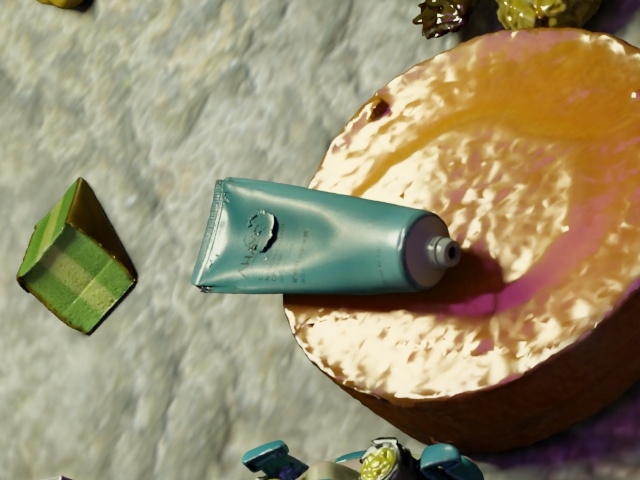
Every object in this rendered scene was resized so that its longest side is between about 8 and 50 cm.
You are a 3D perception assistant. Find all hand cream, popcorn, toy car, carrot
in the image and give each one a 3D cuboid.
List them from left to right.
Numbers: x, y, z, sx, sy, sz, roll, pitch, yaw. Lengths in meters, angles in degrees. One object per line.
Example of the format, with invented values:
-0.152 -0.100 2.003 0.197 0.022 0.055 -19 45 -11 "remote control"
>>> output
0.000 0.000 1.146 0.224 0.048 0.083 3 76 44 "hand cream"
0.032 0.163 1.134 0.161 0.126 0.098 -31 36 19 "toy car"
0.120 -0.005 1.141 0.307 0.100 0.258 -34 55 24 "carrot"
0.157 -0.175 1.215 0.083 0.057 0.082 27 96 40 "popcorn"

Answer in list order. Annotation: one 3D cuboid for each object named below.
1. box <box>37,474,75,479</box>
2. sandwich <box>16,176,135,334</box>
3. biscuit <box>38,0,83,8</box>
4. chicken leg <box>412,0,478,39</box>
-0.207 0.242 1.348 0.051 0.036 0.117 -13 64 35 "box"
-0.197 0.011 1.463 0.074 0.074 0.116 -46 16 15 "sandwich"
-0.241 -0.300 1.618 0.174 0.039 0.183 14 80 42 "biscuit"
0.063 -0.226 1.204 0.140 0.211 0.361 -27 36 0 "chicken leg"
